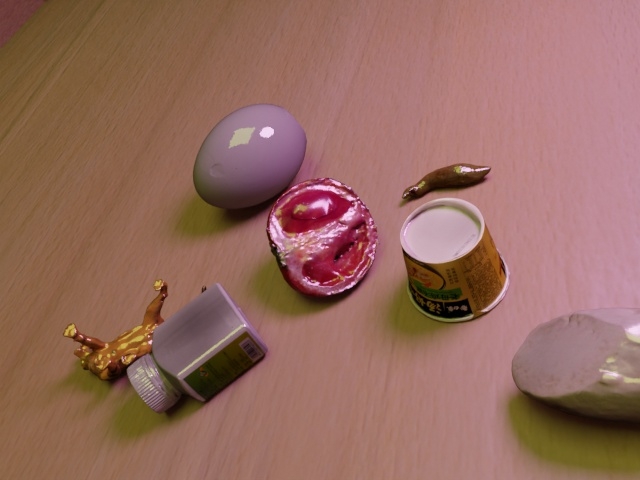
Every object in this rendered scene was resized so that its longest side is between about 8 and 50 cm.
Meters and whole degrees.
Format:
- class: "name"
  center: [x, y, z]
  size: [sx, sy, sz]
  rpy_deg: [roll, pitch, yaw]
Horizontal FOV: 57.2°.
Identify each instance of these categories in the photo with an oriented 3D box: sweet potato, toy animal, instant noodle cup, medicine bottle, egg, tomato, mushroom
- class: "sweet potato"
  center: [0.209, -0.105, 0.990]
  size: [0.153, 0.038, 0.041]
  rpy_deg: [-16, 22, 17]
- class: "toy animal"
  center: [-0.296, 0.159, 0.986]
  size: [0.255, 0.116, 0.114]
  rpy_deg: [-26, 66, -4]
- class: "instant noodle cup"
  center: [0.179, 0.022, 0.824]
  size: [0.151, 0.122, 0.151]
  rpy_deg: [-15, 47, 17]
- class: "medicine bottle"
  center: [-0.195, 0.173, 0.907]
  size: [0.188, 0.088, 0.132]
  rpy_deg: [-37, 44, -7]
- class: "egg"
  center: [-0.138, -0.155, 1.123]
  size: [0.232, 0.176, 0.176]
  rpy_deg: [-41, 43, 1]
- class: "tomato"
  center: [0.000, 0.000, 0.967]
  size: [0.173, 0.099, 0.189]
  rpy_deg: [-23, 81, -14]
- class: "mushroom"
  center: [0.380, 0.138, 0.612]
  size: [0.350, 0.128, 0.128]
  rpy_deg: [4, 52, 26]
